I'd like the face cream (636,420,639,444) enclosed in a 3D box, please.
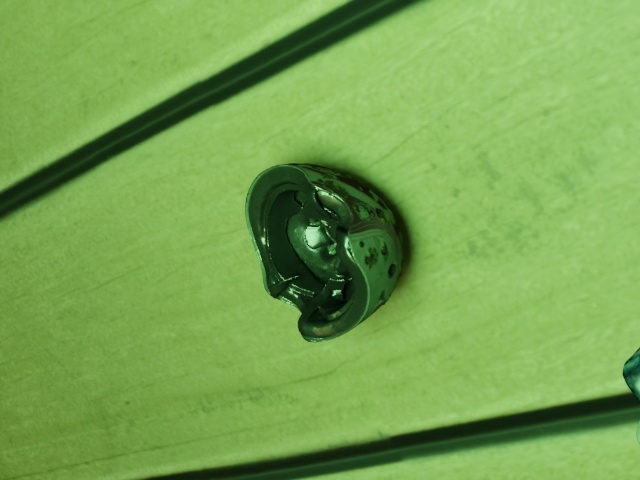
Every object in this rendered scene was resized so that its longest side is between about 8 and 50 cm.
[{"bbox_3d":[0.396,0.254,0.987,0.314,0.089,0.143,48,133,-4],"label":"face cream"}]

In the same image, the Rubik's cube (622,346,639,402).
[{"bbox_3d":[0.420,0.078,0.704,0.293,0.287,0.292,52,137,6],"label":"Rubik's cube"}]

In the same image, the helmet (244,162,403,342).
[{"bbox_3d":[0.016,0.001,1.140,0.177,0.107,0.153,54,141,29],"label":"helmet"}]
